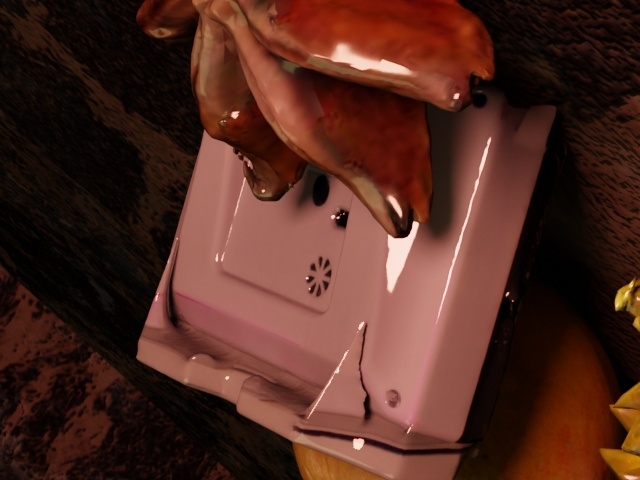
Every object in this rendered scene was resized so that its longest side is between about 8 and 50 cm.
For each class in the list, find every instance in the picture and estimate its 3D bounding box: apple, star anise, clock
[{"bbox_3d":[0.072,0.089,1.051,0.182,0.182,0.155,153,113,-75],"label":"apple"},{"bbox_3d":[-0.025,-0.127,0.821,0.288,0.088,0.288,46,156,27],"label":"star anise"},{"bbox_3d":[0.000,0.000,0.963,0.083,0.186,0.253,15,-177,-35],"label":"clock"}]

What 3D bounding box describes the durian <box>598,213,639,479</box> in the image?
[{"bbox_3d":[0.204,0.064,0.539,0.291,0.225,0.291,19,146,13],"label":"durian"}]
